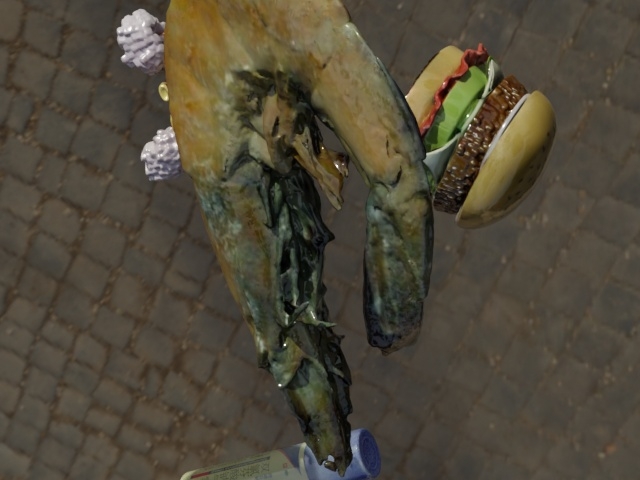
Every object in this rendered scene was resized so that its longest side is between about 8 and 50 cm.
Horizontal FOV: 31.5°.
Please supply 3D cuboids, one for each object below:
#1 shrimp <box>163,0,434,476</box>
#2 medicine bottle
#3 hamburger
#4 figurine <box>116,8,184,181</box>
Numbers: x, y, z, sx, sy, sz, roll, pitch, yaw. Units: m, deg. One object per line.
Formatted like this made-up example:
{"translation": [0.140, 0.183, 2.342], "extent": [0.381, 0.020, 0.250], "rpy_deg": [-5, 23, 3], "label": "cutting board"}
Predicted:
{"translation": [0.000, 0.000, 0.829], "extent": [0.272, 0.085, 0.445], "rpy_deg": [23, 131, 47], "label": "shrimp"}
{"translation": [-0.047, 0.261, 1.260], "extent": [0.231, 0.059, 0.059], "rpy_deg": [-19, 109, 23], "label": "medicine bottle"}
{"translation": [0.145, -0.090, 1.059], "extent": [0.137, 0.175, 0.175], "rpy_deg": [30, 120, 11], "label": "hamburger"}
{"translation": [-0.111, -0.147, 1.088], "extent": [0.116, 0.240, 0.174], "rpy_deg": [3, 122, 14], "label": "figurine"}
